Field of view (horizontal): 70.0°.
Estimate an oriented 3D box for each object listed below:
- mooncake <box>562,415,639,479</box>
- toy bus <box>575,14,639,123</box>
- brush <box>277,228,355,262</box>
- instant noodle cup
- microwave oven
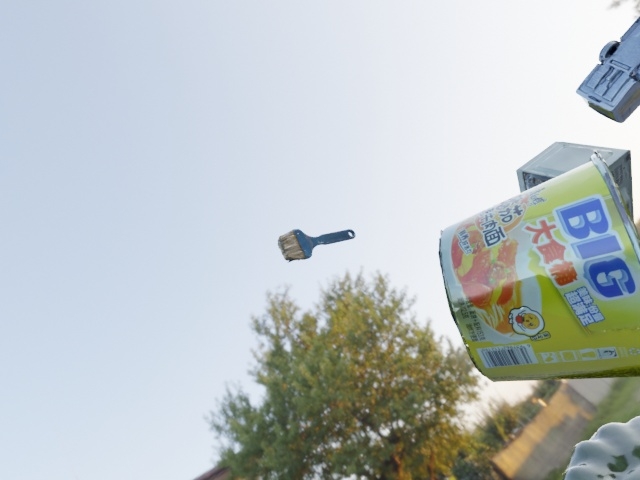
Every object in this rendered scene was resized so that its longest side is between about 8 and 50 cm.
[{"bbox_3d":[0.579,0.436,0.711,0.356,0.356,0.194,-25,-77,-33],"label":"mooncake"},{"bbox_3d":[0.388,-0.228,0.519,0.075,0.064,0.190,21,-65,-44],"label":"toy bus"},{"bbox_3d":[0.000,0.000,0.740,0.164,0.051,0.014,-11,-20,-42],"label":"brush"},{"bbox_3d":[0.210,0.043,0.423,0.153,0.205,0.205,-22,-21,27],"label":"instant noodle cup"},{"bbox_3d":[0.469,-0.057,0.839,0.122,0.162,0.208,-34,-60,-14],"label":"microwave oven"}]
